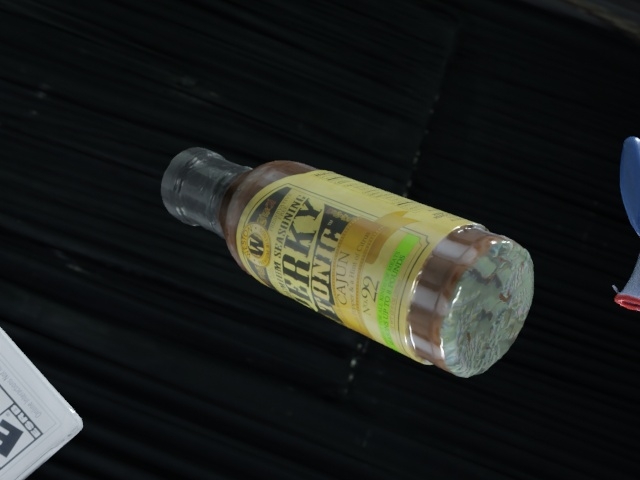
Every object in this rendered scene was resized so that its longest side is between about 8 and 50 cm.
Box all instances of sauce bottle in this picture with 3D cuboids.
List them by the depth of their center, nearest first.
[{"bbox_3d":[0.000,0.000,0.760,0.111,0.344,0.111,-21,120,-41],"label":"sauce bottle"}]

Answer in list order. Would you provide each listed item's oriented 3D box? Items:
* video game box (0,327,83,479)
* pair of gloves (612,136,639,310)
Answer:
[{"bbox_3d":[-0.226,0.057,0.343,0.187,0.205,0.048,-41,178,-30],"label":"video game box"},{"bbox_3d":[0.246,-0.016,0.500,0.023,0.198,0.159,42,68,-45],"label":"pair of gloves"}]
